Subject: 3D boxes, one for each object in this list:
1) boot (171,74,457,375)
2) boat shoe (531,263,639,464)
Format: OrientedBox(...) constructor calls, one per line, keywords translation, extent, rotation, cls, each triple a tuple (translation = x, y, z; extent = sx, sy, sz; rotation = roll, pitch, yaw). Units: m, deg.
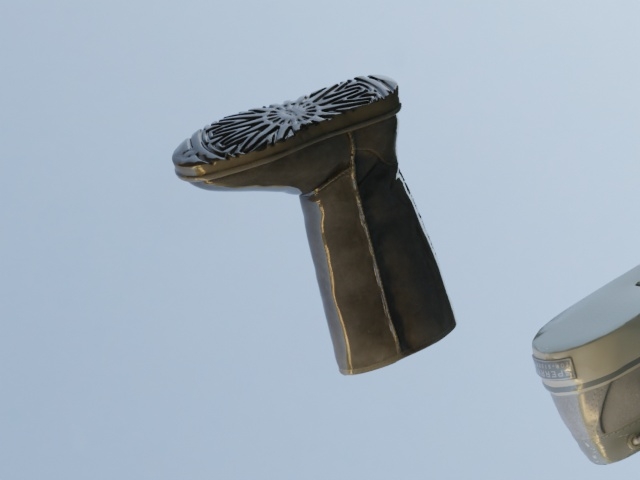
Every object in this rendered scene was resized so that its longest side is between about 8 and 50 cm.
OrientedBox(translation=(0.000, 0.001, 1.377), extent=(0.189, 0.076, 0.208), rotation=(-16, -61, -13), cls="boot")
OrientedBox(translation=(0.207, 0.039, 0.939), extent=(0.227, 0.079, 0.081), rotation=(-26, -75, -21), cls="boat shoe")
